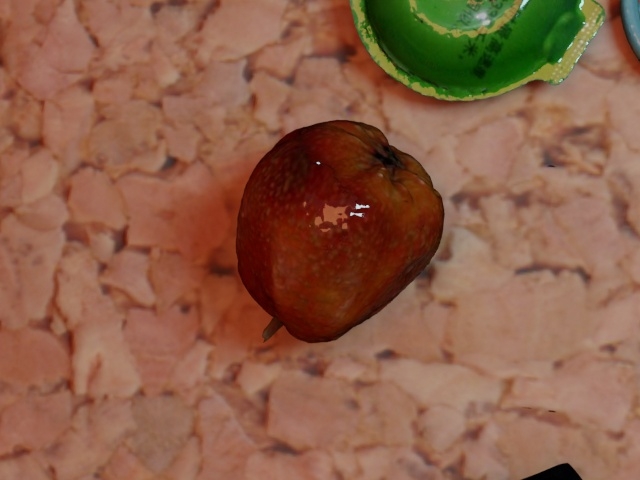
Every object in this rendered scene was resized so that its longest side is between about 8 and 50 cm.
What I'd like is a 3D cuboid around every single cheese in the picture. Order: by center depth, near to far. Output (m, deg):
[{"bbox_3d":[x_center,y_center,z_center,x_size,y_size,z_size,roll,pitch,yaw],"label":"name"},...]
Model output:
[{"bbox_3d":[0.088,-0.242,1.115,0.320,0.083,0.204,34,96,15],"label":"cheese"}]

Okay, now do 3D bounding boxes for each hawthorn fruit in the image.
[{"bbox_3d":[0.009,-0.011,1.077,0.174,0.179,0.173,8,54,-11],"label":"hawthorn fruit"}]

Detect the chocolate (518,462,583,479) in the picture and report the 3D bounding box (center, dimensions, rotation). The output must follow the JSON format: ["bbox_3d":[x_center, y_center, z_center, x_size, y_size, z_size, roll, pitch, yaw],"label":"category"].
[{"bbox_3d":[0.140,0.354,0.964,0.210,0.225,0.340,-23,74,20],"label":"chocolate"}]

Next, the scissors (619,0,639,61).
[{"bbox_3d":[0.326,-0.084,1.053,0.180,0.032,0.392,2,84,17],"label":"scissors"}]
